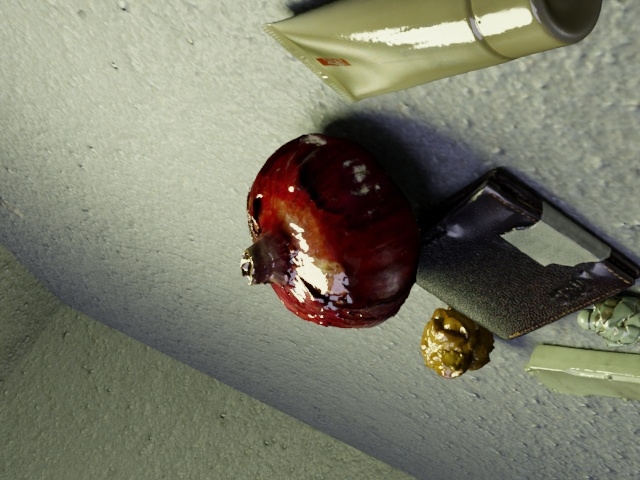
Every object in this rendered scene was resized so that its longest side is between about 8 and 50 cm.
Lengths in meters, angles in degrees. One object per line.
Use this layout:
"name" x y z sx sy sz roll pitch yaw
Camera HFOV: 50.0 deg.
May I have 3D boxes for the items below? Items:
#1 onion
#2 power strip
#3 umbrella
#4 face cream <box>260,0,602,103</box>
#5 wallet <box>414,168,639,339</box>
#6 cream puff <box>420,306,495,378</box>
"onion" 0.000 0.000 0.840 0.252 0.219 0.252 26 128 38
"power strip" 0.426 0.192 0.962 0.080 0.048 0.285 42 153 -30
"umbrella" 0.382 0.099 0.819 0.143 0.062 0.067 0 107 33
"face cream" 0.079 -0.184 0.612 0.137 0.084 0.341 34 165 -30
"wallet" 0.225 0.033 0.869 0.221 0.071 0.262 35 149 -8
"cream puff" 0.214 0.160 1.063 0.094 0.116 0.122 27 174 38
